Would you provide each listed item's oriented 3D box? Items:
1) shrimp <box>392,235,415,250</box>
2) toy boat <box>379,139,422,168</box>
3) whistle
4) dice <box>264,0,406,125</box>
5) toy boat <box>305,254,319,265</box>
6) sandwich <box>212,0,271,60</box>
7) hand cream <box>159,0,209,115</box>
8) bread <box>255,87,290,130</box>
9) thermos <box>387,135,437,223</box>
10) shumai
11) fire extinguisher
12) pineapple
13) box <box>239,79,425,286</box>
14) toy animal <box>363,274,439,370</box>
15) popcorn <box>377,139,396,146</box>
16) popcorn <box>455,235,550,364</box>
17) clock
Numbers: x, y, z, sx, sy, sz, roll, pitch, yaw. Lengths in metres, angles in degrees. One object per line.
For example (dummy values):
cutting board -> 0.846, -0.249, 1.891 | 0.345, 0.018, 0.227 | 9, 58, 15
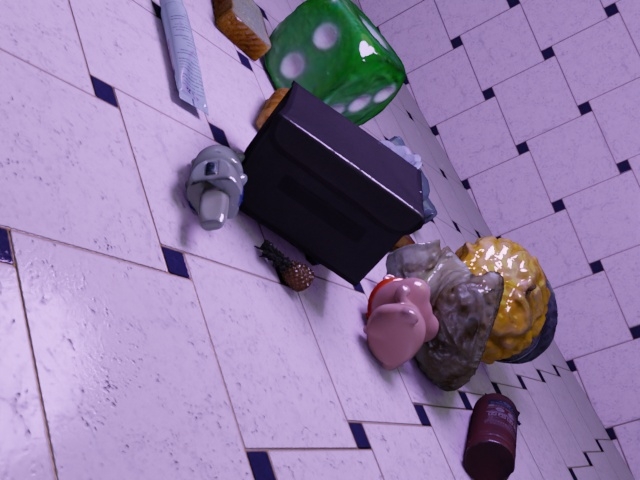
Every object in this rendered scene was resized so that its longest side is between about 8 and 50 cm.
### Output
shrimp -> 0.207, -0.022, 2.106 | 0.150, 0.068, 0.248 | 50, 13, 18
toy boat -> 0.119, -0.199, 1.961 | 0.290, 0.100, 0.199 | 15, 31, 9
whistle -> -0.181, -0.093, 1.284 | 0.244, 0.110, 0.092 | -98, -178, -52
dice -> 0.038, -0.489, 2.077 | 0.287, 0.300, 0.297 | 59, 22, 16
toy boat -> 0.000, 0.000, 1.600 | 0.060, 0.060, 0.137 | 48, 22, -23
sandwich -> -0.219, -0.602, 1.992 | 0.186, 0.065, 0.215 | 37, 29, -43
hand cream -> -0.287, -0.401, 1.551 | 0.085, 0.058, 0.331 | 32, 31, -51
bread -> -0.093, -0.298, 1.807 | 0.114, 0.083, 0.211 | 53, 22, -21
thermos -> 0.258, -0.177, 2.353 | 0.287, 0.145, 0.182 | 57, -13, -4
shumai -> 0.269, 0.172, 1.774 | 0.288, 0.330, 0.292 | 20, 21, 14
fire extinguisher -> 0.424, 0.460, 1.787 | 0.135, 0.114, 0.337 | 36, 20, 5
pineapple -> -0.067, 0.041, 1.400 | 0.124, 0.058, 0.058 | 48, 22, -21
box -> 0.014, -0.117, 1.492 | 0.345, 0.204, 0.251 | 35, 25, -13
toy animal -> 0.173, 0.170, 1.614 | 0.171, 0.171, 0.198 | 52, 25, -13
popcorn -> 0.173, -0.199, 2.133 | 0.187, 0.167, 0.186 | 45, 17, -41
popcorn -> 0.447, 0.172, 2.040 | 0.349, 0.348, 0.382 | 63, -17, 17
clock -> 0.554, 0.212, 2.195 | 0.061, 0.312, 0.313 | 4, 52, -38
